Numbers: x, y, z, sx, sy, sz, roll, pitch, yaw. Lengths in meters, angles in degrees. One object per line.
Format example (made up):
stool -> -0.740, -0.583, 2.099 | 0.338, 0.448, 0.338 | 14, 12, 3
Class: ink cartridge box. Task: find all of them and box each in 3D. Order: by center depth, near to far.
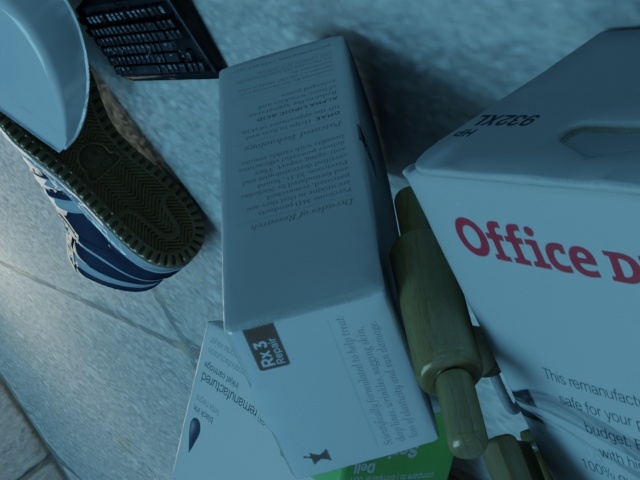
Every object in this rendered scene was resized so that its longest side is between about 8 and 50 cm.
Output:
ink cartridge box -> 0.197, 0.073, 0.506 | 0.223, 0.129, 0.307 | 11, 133, 60
ink cartridge box -> -0.022, 0.222, 0.989 | 0.198, 0.115, 0.272 | 25, 105, 49

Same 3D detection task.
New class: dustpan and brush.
dustpan and brush -> -0.235, -0.189, 1.021 | 0.147, 0.060, 0.211 | 35, 143, 14

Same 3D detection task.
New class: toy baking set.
toy baking set -> 0.084, 0.069, 0.640 | 0.196, 0.030, 0.256 | 55, -163, -44

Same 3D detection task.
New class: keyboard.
keyboard -> -0.140, -0.166, 0.961 | 0.180, 0.023, 0.108 | 10, 132, 58

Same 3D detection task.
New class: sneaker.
sneaker -> -0.227, -0.068, 1.176 | 0.282, 0.099, 0.153 | 50, 156, 2

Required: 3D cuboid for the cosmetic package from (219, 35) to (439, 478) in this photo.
cosmetic package -> 0.000, 0.000, 0.693 | 0.231, 0.086, 0.117 | -99, -9, -49
